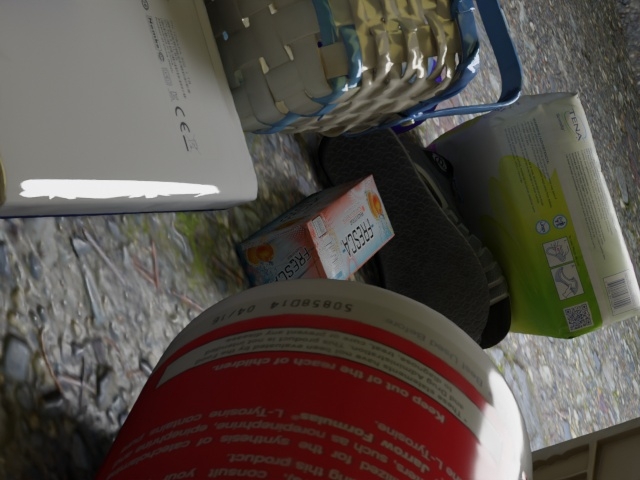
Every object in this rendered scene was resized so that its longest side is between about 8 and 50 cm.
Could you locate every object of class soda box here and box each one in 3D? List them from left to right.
[{"bbox_3d":[0.000,0.000,1.111,0.058,0.063,0.183,70,22,-7],"label":"soda box"}]

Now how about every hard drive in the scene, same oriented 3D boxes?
[{"bbox_3d":[-0.146,-0.119,0.879,0.319,0.040,0.210,-6,78,-68],"label":"hard drive"}]

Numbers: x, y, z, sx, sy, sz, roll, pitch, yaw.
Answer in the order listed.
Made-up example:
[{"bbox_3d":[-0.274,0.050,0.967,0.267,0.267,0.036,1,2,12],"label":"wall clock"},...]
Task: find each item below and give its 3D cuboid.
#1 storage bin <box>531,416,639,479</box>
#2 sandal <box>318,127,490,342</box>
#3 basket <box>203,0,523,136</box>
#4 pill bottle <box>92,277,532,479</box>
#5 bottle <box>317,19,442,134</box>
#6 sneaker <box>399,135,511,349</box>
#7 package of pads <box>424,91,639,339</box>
[{"bbox_3d":[0.247,0.287,1.157,0.262,0.260,0.123,44,38,-30],"label":"storage bin"},{"bbox_3d":[0.080,-0.003,1.285,0.254,0.097,0.054,66,-5,-18],"label":"sandal"},{"bbox_3d":[0.037,-0.213,1.140,0.289,0.201,0.254,-16,89,-38],"label":"basket"},{"bbox_3d":[-0.029,0.208,0.648,0.229,0.229,0.407,63,23,-21],"label":"pill bottle"},{"bbox_3d":[0.021,-0.236,1.310,0.282,0.092,0.118,63,24,-22],"label":"bottle"},{"bbox_3d":[0.129,-0.009,1.410,0.228,0.086,0.132,61,21,-24],"label":"sneaker"},{"bbox_3d":[0.207,-0.024,1.425,0.296,0.101,0.229,170,-98,-80],"label":"package of pads"}]
